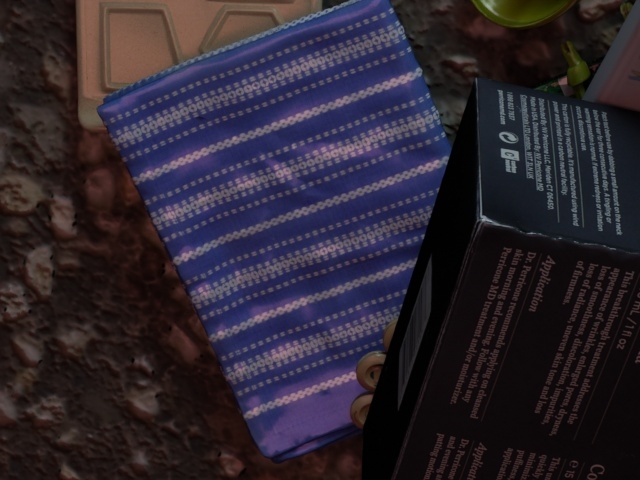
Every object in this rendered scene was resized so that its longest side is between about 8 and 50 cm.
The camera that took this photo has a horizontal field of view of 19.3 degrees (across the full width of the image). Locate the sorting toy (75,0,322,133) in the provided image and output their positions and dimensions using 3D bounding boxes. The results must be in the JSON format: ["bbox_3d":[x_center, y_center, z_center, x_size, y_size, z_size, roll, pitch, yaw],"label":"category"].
[{"bbox_3d":[-0.093,-0.185,1.451,0.193,0.038,0.208,2,100,7],"label":"sorting toy"}]

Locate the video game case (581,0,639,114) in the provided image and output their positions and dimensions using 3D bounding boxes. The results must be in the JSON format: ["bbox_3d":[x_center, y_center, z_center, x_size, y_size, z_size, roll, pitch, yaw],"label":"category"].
[{"bbox_3d":[0.346,-0.106,1.269,0.300,0.329,0.036,11,63,-4],"label":"video game case"}]

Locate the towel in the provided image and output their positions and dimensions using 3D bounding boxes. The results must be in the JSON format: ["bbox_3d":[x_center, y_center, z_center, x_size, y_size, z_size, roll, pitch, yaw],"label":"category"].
[{"bbox_3d":[0.000,0.000,1.452,0.243,0.040,0.336,-20,111,11],"label":"towel"}]

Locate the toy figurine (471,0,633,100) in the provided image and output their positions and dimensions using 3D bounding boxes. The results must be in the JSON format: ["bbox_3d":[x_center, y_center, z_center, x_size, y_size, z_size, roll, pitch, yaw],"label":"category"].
[{"bbox_3d":[0.283,-0.266,1.323,0.191,0.217,0.362,44,146,-7],"label":"toy figurine"}]

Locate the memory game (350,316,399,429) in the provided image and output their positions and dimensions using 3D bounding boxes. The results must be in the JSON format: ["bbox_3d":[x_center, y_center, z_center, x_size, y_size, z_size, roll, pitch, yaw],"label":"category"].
[{"bbox_3d":[0.114,0.124,1.477,0.186,0.012,0.186,-2,122,-3],"label":"memory game"}]

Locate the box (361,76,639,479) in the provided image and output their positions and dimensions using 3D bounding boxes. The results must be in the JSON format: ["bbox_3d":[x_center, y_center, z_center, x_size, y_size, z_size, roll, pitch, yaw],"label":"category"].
[{"bbox_3d":[0.215,0.099,1.330,0.312,0.179,0.343,12,126,-5],"label":"box"}]

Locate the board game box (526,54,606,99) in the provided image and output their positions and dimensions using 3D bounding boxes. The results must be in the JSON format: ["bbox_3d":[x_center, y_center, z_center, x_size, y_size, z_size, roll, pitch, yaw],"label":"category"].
[{"bbox_3d":[0.250,-0.016,1.448,0.136,0.030,0.259,-23,100,14],"label":"board game box"}]
